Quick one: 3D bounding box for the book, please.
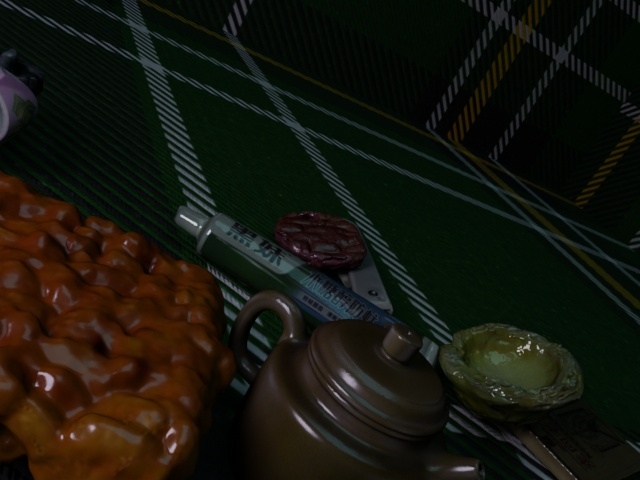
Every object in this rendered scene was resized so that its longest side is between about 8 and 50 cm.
[{"bbox_3d":[0.360,0.280,0.962,0.231,0.026,0.161,7,32,-47],"label":"book"}]

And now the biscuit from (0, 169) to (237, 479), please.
[{"bbox_3d":[-0.222,0.063,0.545,0.312,0.110,0.318,28,21,-14],"label":"biscuit"}]

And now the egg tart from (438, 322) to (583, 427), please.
[{"bbox_3d":[0.254,0.182,0.901,0.197,0.078,0.197,1,23,0],"label":"egg tart"}]

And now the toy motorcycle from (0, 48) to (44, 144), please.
[{"bbox_3d":[-0.456,-0.180,0.740,0.327,0.143,0.188,-2,37,-43],"label":"toy motorcycle"}]

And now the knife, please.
[{"bbox_3d":[0.051,0.040,1.076,0.073,0.040,0.265,11,27,-19],"label":"knife"}]

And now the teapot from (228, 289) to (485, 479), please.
[{"bbox_3d":[0.024,0.141,0.613,0.268,0.175,0.185,38,20,19],"label":"teapot"}]

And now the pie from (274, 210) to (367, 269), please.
[{"bbox_3d":[0.000,0.000,1.049,0.154,0.038,0.153,10,29,-6],"label":"pie"}]

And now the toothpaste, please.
[{"bbox_3d":[-0.021,0.067,0.874,0.392,0.061,0.098,32,45,1],"label":"toothpaste"}]
